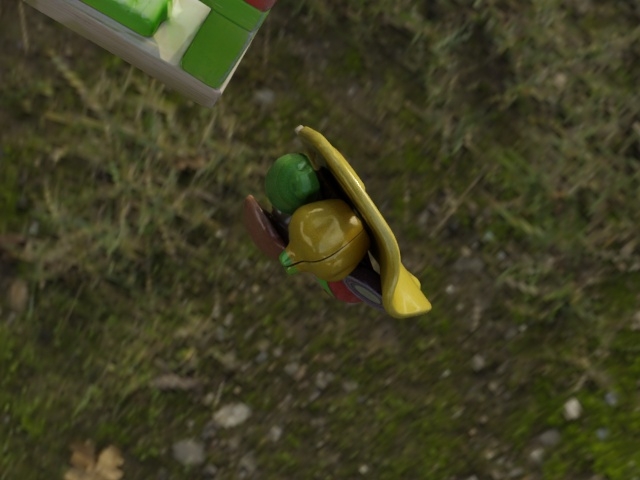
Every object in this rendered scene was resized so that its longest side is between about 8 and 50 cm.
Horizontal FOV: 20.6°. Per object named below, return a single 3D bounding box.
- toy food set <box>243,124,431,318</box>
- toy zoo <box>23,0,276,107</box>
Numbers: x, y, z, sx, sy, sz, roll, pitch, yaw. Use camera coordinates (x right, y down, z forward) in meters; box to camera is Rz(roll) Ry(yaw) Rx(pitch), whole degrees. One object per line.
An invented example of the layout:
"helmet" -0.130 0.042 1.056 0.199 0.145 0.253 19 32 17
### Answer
"toy food set" 0.000 0.000 1.095 0.071 0.218 0.128 -33 98 -2
"toy zoo" -0.067 -0.139 0.391 0.192 0.293 0.030 30 67 -7
